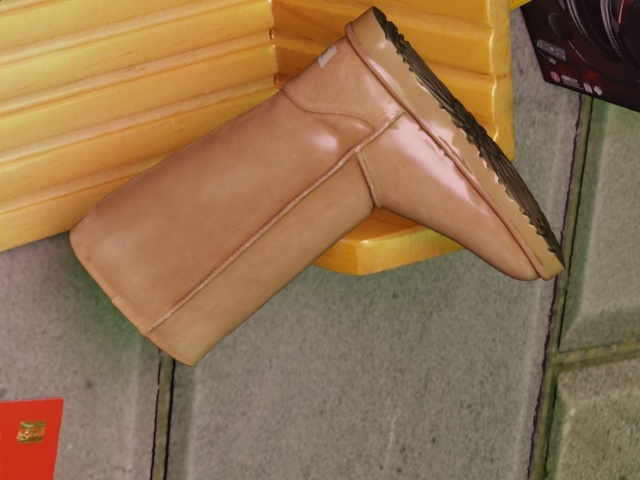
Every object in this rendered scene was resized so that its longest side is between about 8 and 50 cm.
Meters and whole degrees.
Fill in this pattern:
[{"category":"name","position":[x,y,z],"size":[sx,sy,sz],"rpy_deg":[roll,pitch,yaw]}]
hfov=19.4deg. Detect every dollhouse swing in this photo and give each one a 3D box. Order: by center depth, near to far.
[{"category":"dollhouse swing","position":[-0.083,-0.137,1.319],"size":[0.305,0.315,0.347],"rpy_deg":[-26,122,-41]}]

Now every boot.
[{"category":"boot","position":[0.000,0.000,1.303],"size":[0.269,0.089,0.236],"rpy_deg":[-38,95,16]}]

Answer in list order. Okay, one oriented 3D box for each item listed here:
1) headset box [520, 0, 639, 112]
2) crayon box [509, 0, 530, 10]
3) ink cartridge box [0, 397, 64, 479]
[{"category":"headset box","position":[0.255,-0.254,1.564],"size":[0.110,0.218,0.293],"rpy_deg":[-38,127,-21]},{"category":"crayon box","position":[0.066,-0.292,1.493],"size":[0.165,0.081,0.278],"rpy_deg":[-30,122,-27]},{"category":"ink cartridge box","position":[-0.281,0.244,1.441],"size":[0.189,0.066,0.232],"rpy_deg":[-1,111,-38]}]
